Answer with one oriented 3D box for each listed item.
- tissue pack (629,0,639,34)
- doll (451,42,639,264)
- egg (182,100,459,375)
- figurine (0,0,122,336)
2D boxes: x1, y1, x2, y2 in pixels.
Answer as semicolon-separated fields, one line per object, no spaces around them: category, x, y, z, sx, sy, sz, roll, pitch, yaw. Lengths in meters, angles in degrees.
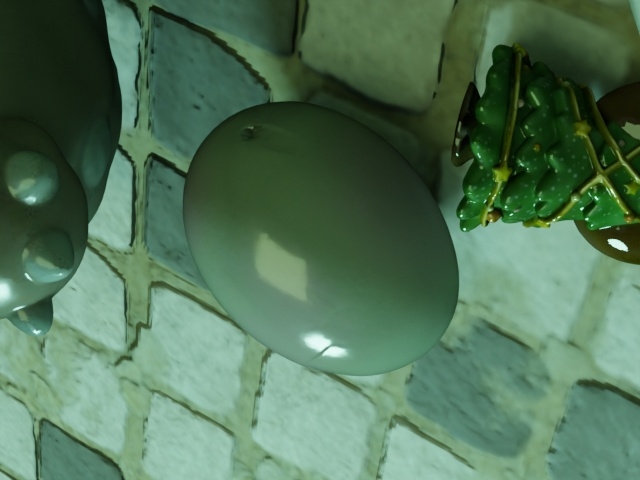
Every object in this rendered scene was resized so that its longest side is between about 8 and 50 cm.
tissue pack;0.190;-0.068;0.376;0.201;0.124;0.271;-14;109;24
doll;0.100;-0.027;0.531;0.113;0.076;0.078;23;122;26
egg;0.000;0.000;0.612;0.135;0.103;0.103;45;137;4
figurine;-0.248;-0.055;0.699;0.380;0.203;0.248;-15;75;45
